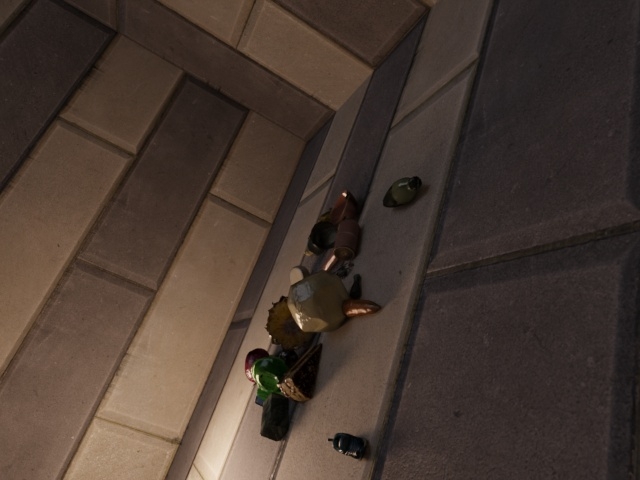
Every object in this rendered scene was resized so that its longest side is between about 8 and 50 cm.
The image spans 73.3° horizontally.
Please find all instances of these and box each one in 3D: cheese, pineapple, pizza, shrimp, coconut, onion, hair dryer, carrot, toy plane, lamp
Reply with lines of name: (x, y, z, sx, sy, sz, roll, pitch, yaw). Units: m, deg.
cheese: (-0.226, 0.639, 1.932, 0.083, 0.204, 0.320, -55, -16, -60)
pineapple: (-0.156, 0.397, 2.055, 0.271, 0.263, 0.262, 133, 160, -70)
pizza: (-0.005, -0.042, 2.479, 0.323, 0.090, 0.223, -61, 14, 7)
shrimp: (-0.218, 0.603, 2.062, 0.372, 0.137, 0.172, -31, -4, 39)
coconut: (-0.003, 0.262, 1.746, 0.245, 0.247, 0.245, -24, 3, 1)
onion: (-0.325, 0.654, 2.253, 0.177, 0.154, 0.177, -171, 90, -70)
hair dryer: (0.074, 0.058, 2.086, 0.344, 0.107, 0.189, -54, 18, 47)
carrot: (0.161, 0.250, 1.592, 0.205, 0.072, 0.072, -14, 50, 58)
toy plane: (0.105, 0.137, 1.939, 0.121, 0.049, 0.031, -34, 29, 24)
lamp: (0.319, -0.190, 1.716, 0.250, 0.101, 0.101, -34, 33, 64)

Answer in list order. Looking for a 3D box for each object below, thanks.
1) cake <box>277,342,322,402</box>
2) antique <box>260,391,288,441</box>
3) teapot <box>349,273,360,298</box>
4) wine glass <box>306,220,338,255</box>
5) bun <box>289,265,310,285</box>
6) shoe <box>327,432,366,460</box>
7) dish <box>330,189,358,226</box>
cake: (-0.053, 0.555, 1.781, 0.112, 0.135, 0.246, -31, 4, 40)
antique: (-0.193, 0.740, 1.827, 0.086, 0.088, 0.183, -54, 19, 22)
teapot: (0.146, 0.186, 1.760, 0.043, 0.043, 0.110, -49, 18, 39)
wine glass: (0.000, 0.000, 2.252, 0.232, 0.156, 0.156, 132, 161, -72)
bun: (-0.100, 0.205, 2.376, 0.138, 0.094, 0.138, 2, 93, 48)
shoe: (0.083, 0.598, 1.260, 0.143, 0.071, 0.063, -20, 46, 60)
dish: (0.133, -0.153, 2.224, 0.213, 0.091, 0.213, -57, 17, 28)
